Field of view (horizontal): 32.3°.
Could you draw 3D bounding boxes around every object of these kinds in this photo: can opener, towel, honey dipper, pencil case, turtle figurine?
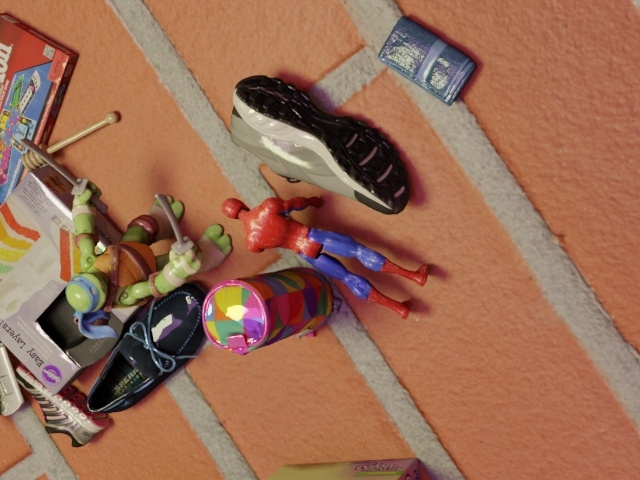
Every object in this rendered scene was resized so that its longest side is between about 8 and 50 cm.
[{"bbox_3d":[-0.543,0.151,1.741,0.074,0.093,0.280,-18,88,24],"label":"can opener"},{"bbox_3d":[0.134,-0.229,1.401,0.119,0.029,0.067,36,111,13],"label":"towel"},{"bbox_3d":[-0.367,-0.150,1.621,0.161,0.030,0.030,-27,89,13],"label":"honey dipper"},{"bbox_3d":[-0.062,0.091,1.445,0.104,0.236,0.104,1,92,24],"label":"pencil case"},{"bbox_3d":[-0.229,-0.018,1.468,0.198,0.266,0.274,-2,100,23],"label":"turtle figurine"}]

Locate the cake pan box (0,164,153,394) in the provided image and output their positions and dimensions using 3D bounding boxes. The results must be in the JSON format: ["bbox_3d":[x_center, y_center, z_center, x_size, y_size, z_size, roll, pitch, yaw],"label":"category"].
[{"bbox_3d":[-0.398,0.064,1.650,0.267,0.070,0.246,47,112,1],"label":"cake pan box"}]

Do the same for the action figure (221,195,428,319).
[{"bbox_3d":[0.000,0.000,1.483,0.280,0.139,0.091,24,108,-7],"label":"action figure"}]

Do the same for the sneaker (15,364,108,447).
[{"bbox_3d":[-0.414,0.261,1.717,0.170,0.063,0.074,35,106,8],"label":"sneaker"}]

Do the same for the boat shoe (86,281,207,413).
[{"bbox_3d":[-0.249,0.173,1.614,0.109,0.089,0.258,40,113,11],"label":"boat shoe"}]

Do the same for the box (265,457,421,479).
[{"bbox_3d":[0.004,0.391,1.466,0.214,0.243,0.117,-9,97,24],"label":"box"}]

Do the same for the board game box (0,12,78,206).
[{"bbox_3d":[-0.474,-0.185,1.672,0.145,0.027,0.281,31,111,16],"label":"board game box"}]

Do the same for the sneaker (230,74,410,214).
[{"bbox_3d":[-0.002,-0.113,1.459,0.272,0.100,0.108,33,136,11],"label":"sneaker"}]
